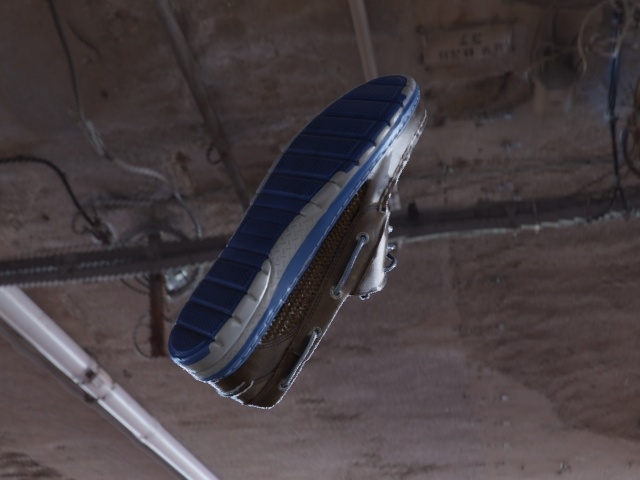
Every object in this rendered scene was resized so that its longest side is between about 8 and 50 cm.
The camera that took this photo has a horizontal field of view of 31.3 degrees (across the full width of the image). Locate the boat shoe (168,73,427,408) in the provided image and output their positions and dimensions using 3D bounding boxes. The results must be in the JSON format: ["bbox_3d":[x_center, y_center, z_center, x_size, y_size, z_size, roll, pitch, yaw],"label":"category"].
[{"bbox_3d":[0.000,0.000,0.569,0.183,0.066,0.066,-53,-149,-10],"label":"boat shoe"}]
